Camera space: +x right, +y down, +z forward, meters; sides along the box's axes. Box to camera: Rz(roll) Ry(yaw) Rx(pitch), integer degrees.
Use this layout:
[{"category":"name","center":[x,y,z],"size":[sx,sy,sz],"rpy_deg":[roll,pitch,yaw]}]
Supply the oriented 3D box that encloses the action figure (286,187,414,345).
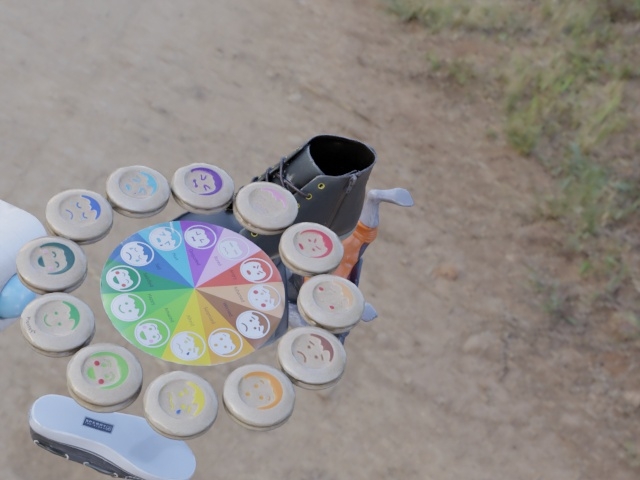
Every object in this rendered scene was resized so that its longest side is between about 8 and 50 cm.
[{"category":"action figure","center":[0.000,0.000,1.609],"size":[0.178,0.341,0.330],"rpy_deg":[16,-19,-26]}]

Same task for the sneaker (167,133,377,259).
[{"category":"sneaker","center":[-0.057,-0.035,0.987],"size":[0.222,0.118,0.083],"rpy_deg":[-19,63,-23]}]

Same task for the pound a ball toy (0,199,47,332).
[{"category":"pound a ball toy","center":[-0.390,0.051,1.021],"size":[0.136,0.208,0.319],"rpy_deg":[26,34,13]}]

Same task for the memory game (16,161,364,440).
[{"category":"memory game","center":[-0.067,0.024,0.566],"size":[0.186,0.012,0.186],"rpy_deg":[8,47,-9]}]

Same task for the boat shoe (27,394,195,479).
[{"category":"boat shoe","center":[-0.278,0.276,1.412],"size":[0.228,0.076,0.080],"rpy_deg":[18,43,-4]}]

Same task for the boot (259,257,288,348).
[{"category":"boot","center":[-0.098,0.045,1.391],"size":[0.076,0.208,0.190],"rpy_deg":[26,27,33]}]
